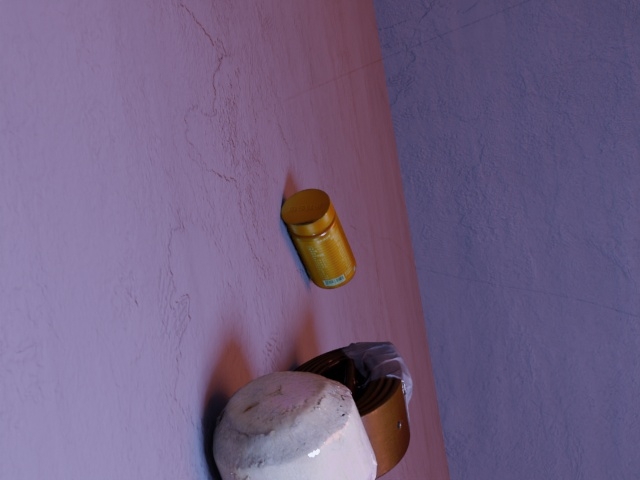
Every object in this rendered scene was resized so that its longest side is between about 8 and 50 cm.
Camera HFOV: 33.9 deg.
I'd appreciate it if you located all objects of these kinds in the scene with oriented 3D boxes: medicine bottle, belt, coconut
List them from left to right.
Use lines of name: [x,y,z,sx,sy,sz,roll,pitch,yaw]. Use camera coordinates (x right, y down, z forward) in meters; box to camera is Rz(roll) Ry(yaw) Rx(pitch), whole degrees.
coconut: [-0.029,0.302,1.427,0.224,0.224,0.233,-63,142,-67]
medicine bottle: [0.000,0.000,1.971,0.191,0.096,0.096,66,21,-46]
belt: [0.042,0.273,1.709,0.338,0.217,0.122,-62,141,-73]
